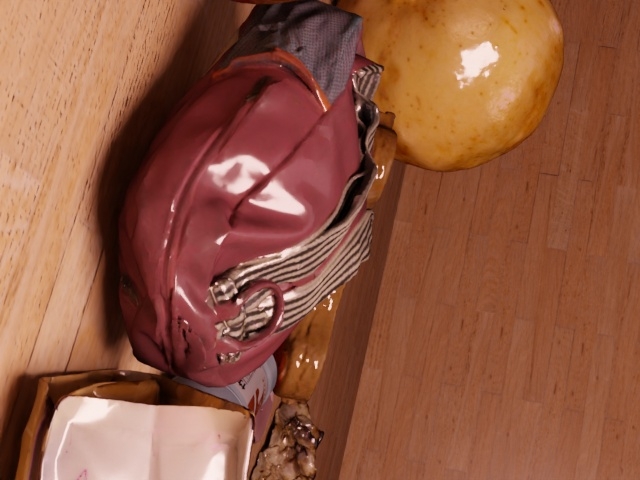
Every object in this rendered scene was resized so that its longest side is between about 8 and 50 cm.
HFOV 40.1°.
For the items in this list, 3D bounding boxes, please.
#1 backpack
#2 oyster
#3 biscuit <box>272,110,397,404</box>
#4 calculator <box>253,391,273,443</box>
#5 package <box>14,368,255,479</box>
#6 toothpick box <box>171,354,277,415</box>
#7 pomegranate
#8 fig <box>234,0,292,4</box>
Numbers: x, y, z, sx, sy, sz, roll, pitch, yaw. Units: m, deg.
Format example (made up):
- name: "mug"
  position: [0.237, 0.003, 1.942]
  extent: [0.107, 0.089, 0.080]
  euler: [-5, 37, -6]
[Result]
- name: "backpack"
  position: [-0.056, -0.027, 0.758]
  extent: [0.317, 0.197, 0.283]
  euler: [-65, 166, -45]
- name: "oyster"
  position: [-0.068, 0.459, 1.465]
  extent: [0.396, 0.111, 0.204]
  euler: [-73, 172, -49]
- name: "biscuit"
  position: [0.000, 0.000, 1.227]
  extent: [0.368, 0.076, 0.394]
  euler: [-118, -134, -80]
- name: "calculator"
  position: [-0.094, 0.248, 1.315]
  extent: [0.166, 0.024, 0.103]
  euler: [85, 18, -53]
- name: "package"
  position: [-0.175, 0.255, 0.629]
  extent: [0.221, 0.165, 0.311]
  euler: [2, -97, 58]
- name: "toothpick box"
  position: [-0.112, 0.167, 0.920]
  extent: [0.153, 0.101, 0.101]
  euler: [-54, 153, -67]
- name: "pomegranate"
  position: [0.181, -0.306, 1.357]
  extent: [0.410, 0.410, 0.410]
  euler: [11, 90, -80]
- name: "fig"
  position: [0.000, -0.261, 0.662]
  extent: [0.191, 0.290, 0.190]
  euler: [-33, 135, -40]
